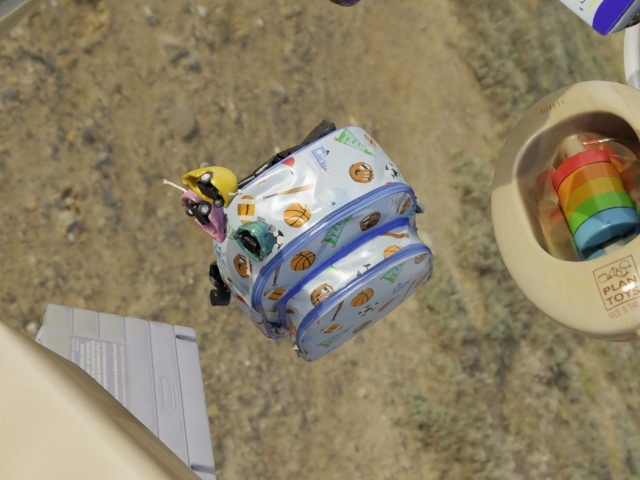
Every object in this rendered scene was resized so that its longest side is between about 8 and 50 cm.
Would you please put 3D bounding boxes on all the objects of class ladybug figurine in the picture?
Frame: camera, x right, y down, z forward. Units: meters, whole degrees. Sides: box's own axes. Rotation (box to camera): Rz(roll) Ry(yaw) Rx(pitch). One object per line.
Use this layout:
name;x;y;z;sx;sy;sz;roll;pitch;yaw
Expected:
ladybug figurine;0.406;-0.030;1.603;0.162;0.305;0.449;43;30;-43

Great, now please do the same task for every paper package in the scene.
paper package;-0.266;0.277;0.997;0.325;0.309;0.168;37;-7;28

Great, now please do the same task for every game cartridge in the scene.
game cartridge;-0.266;0.213;1.498;0.230;0.068;0.355;8;27;-15

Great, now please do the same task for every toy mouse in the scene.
toy mouse;-0.088;-0.022;1.114;0.031;0.161;0.143;-47;131;-22

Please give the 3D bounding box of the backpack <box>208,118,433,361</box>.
backpack;0.000;0.000;1.296;0.213;0.276;0.263;47;-9;24

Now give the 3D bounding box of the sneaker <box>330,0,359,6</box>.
sneaker;-0.026;-0.399;1.339;0.283;0.107;0.124;63;-17;17

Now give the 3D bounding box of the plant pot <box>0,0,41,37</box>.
plant pot;-0.471;-0.309;1.358;0.274;0.256;0.256;-30;97;-27

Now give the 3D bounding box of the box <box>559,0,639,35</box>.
box;0.291;-0.304;1.172;0.137;0.126;0.072;43;32;13

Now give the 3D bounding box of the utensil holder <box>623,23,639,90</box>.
utensil holder;0.741;-0.307;1.809;0.386;0.327;0.327;-8;72;-22

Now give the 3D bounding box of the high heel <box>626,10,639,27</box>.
high heel;0.534;-0.420;1.680;0.093;0.261;0.186;53;-13;18
